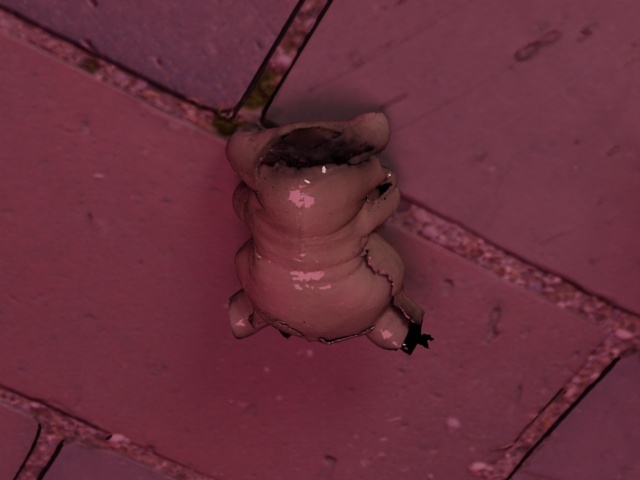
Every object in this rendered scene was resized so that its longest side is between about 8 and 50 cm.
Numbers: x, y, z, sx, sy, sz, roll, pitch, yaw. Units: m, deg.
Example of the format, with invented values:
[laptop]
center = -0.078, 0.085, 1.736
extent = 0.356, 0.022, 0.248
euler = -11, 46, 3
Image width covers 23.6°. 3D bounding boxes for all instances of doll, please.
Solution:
[doll]
center = 0.000, 0.000, 1.078
extent = 0.149, 0.095, 0.192
euler = -3, 124, 7
